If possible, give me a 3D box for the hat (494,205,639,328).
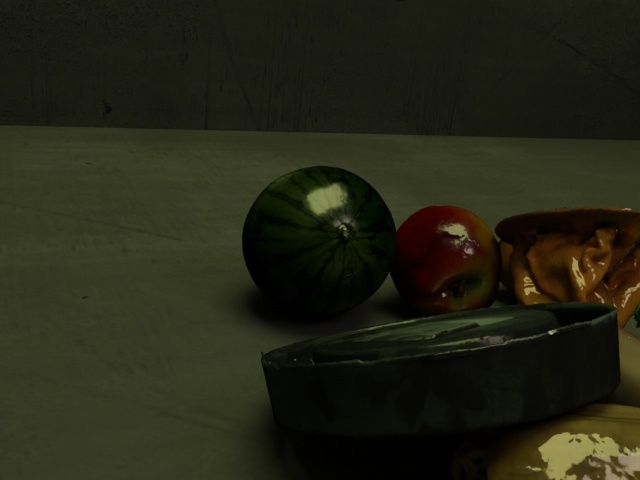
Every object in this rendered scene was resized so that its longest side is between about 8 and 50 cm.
[{"bbox_3d":[0.379,0.097,0.993,0.244,0.233,0.233,17,-19,-26],"label":"hat"}]

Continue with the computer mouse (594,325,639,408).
[{"bbox_3d":[0.356,0.184,0.801,0.081,0.145,0.236,-15,26,-14],"label":"computer mouse"}]

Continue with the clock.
[{"bbox_3d":[0.127,0.132,0.751,0.386,0.077,0.386,-8,-4,-1],"label":"clock"}]

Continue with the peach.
[{"bbox_3d":[0.199,0.031,1.126,0.197,0.197,0.197,6,19,-2],"label":"peach"}]

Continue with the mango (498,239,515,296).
[{"bbox_3d":[0.400,0.056,1.179,0.112,0.145,0.219,-30,40,-35],"label":"mango"}]

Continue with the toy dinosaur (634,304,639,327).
[{"bbox_3d":[0.606,0.058,0.923,0.144,0.500,0.374,50,1,1],"label":"toy dinosaur"}]

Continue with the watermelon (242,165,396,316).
[{"bbox_3d":[-0.002,0.000,1.071,0.242,0.243,0.242,6,19,-2],"label":"watermelon"}]

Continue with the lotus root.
[{"bbox_3d":[0.294,0.235,0.632,0.342,0.152,0.169,6,4,0],"label":"lotus root"}]
